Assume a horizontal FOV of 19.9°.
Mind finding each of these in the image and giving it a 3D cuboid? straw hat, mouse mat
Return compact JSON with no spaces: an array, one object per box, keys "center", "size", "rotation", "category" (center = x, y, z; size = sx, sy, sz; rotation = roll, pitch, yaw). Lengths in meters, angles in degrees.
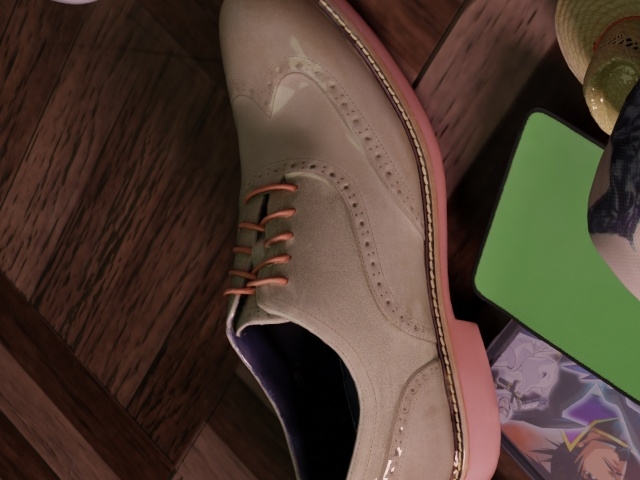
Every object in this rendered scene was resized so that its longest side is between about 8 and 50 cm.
[{"center":[0.185,-0.095,1.070],"size":[0.144,0.061,0.144],"rotation":[25,146,18],"category":"straw hat"},{"center":[0.184,0.019,1.150],"size":[0.190,0.007,0.152],"rotation":[35,128,28],"category":"mouse mat"}]

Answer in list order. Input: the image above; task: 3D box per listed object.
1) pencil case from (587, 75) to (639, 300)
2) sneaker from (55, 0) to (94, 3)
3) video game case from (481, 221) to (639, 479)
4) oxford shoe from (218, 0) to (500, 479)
[{"center":[0.288,-0.119,0.912],"size":[0.184,0.160,0.410],"rotation":[19,126,-11],"category":"pencil case"},{"center":[-0.203,-0.258,1.262],"size":[0.123,0.106,0.290],"rotation":[14,157,37],"category":"sneaker"},{"center":[0.240,0.119,1.171],"size":[0.275,0.035,0.248],"rotation":[47,132,15],"category":"video game case"},{"center":[0.000,0.000,1.235],"size":[0.140,0.147,0.397],"rotation":[-27,81,49],"category":"oxford shoe"}]
